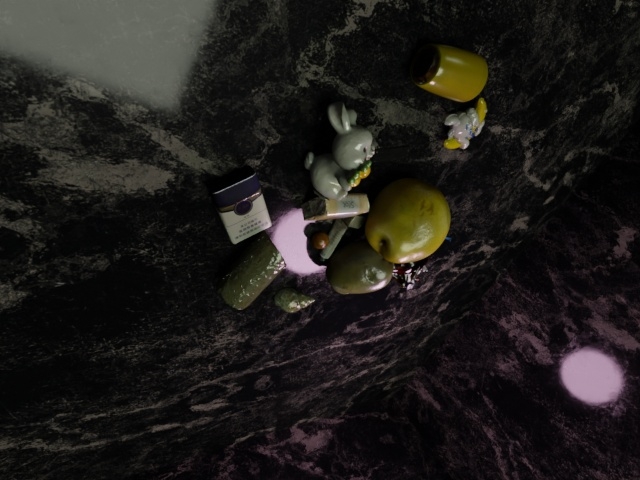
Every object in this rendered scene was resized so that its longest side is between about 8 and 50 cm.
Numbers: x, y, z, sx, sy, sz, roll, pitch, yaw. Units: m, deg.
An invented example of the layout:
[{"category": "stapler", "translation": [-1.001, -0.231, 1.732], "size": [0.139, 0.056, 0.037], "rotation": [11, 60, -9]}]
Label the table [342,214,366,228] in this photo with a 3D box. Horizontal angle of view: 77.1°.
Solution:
[{"category": "table", "translation": [0.140, -0.105, 1.762], "size": [0.079, 0.083, 0.062], "rotation": [10, 122, -46]}]

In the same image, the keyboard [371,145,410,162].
[{"category": "keyboard", "translation": [0.300, -0.366, 1.693], "size": [0.198, 0.010, 0.063], "rotation": [-13, 137, -30]}]

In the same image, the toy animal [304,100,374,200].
[{"category": "toy animal", "translation": [0.080, -0.301, 1.405], "size": [0.183, 0.247, 0.310], "rotation": [-29, 160, -42]}]

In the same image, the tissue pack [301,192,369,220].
[{"category": "tissue pack", "translation": [0.060, -0.132, 1.601], "size": [0.222, 0.186, 0.090], "rotation": [-5, 87, -35]}]

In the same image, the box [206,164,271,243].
[{"category": "box", "translation": [-0.278, -0.121, 1.403], "size": [0.168, 0.071, 0.259], "rotation": [-28, 142, -14]}]

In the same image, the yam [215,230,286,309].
[{"category": "yam", "translation": [-0.260, 0.116, 1.587], "size": [0.304, 0.168, 0.168], "rotation": [-46, 142, 9]}]

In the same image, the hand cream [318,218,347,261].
[{"category": "hand cream", "translation": [0.052, -0.001, 1.811], "size": [0.050, 0.080, 0.233], "rotation": [-7, 137, -40]}]

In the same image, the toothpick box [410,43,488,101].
[{"category": "toothpick box", "translation": [0.457, -0.609, 1.449], "size": [0.272, 0.175, 0.174], "rotation": [-2, 129, -35]}]

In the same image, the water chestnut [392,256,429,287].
[{"category": "water chestnut", "translation": [0.403, 0.085, 2.044], "size": [0.289, 0.244, 0.289], "rotation": [-17, 138, -16]}]

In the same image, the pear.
[{"category": "pear", "translation": [0.385, -0.087, 1.770], "size": [0.418, 0.363, 0.362], "rotation": [-40, 146, -28]}]

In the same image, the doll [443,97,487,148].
[{"category": "doll", "translation": [0.627, -0.500, 1.752], "size": [0.237, 0.111, 0.252], "rotation": [-34, 151, -6]}]

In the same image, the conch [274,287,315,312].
[{"category": "conch", "translation": [-0.135, 0.290, 1.923], "size": [0.173, 0.106, 0.116], "rotation": [23, 93, -35]}]

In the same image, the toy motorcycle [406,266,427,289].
[{"category": "toy motorcycle", "translation": [0.562, 0.198, 2.424], "size": [0.150, 0.102, 0.221], "rotation": [4, 125, -17]}]

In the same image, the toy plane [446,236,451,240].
[{"category": "toy plane", "translation": [0.537, -0.057, 2.065], "size": [0.254, 0.271, 0.105], "rotation": [22, 90, -9]}]

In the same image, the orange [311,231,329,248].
[{"category": "orange", "translation": [0.000, 0.000, 1.763], "size": [0.085, 0.085, 0.085], "rotation": [-23, 140, -21]}]

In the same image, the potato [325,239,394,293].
[{"category": "potato", "translation": [0.181, 0.127, 1.894], "size": [0.327, 0.221, 0.243], "rotation": [-9, 116, 17]}]
